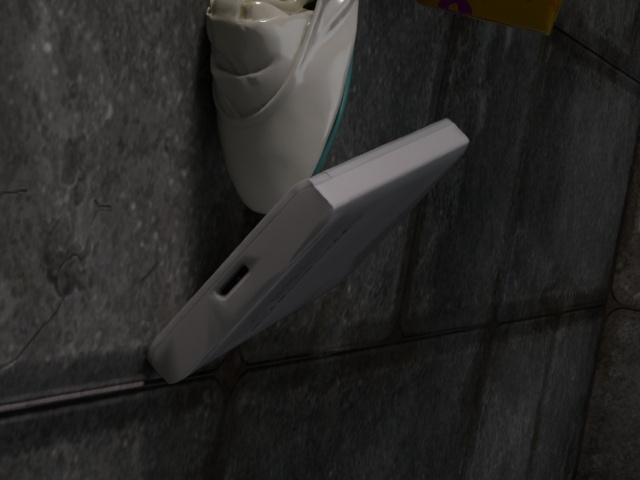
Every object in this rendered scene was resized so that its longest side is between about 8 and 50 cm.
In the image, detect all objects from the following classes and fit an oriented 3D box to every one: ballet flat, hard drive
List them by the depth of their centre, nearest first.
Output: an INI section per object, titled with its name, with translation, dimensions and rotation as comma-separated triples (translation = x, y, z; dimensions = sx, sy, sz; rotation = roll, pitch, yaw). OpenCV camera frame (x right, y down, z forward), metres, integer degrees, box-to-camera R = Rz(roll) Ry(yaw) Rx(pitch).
[ballet flat]
translation = -0.028, -0.227, 1.225
dimensions = 0.139, 0.139, 0.400
rotation = 21, 88, -68
[hard drive]
translation = 0.000, 0.000, 1.339
dimensions = 0.233, 0.047, 0.353
rotation = -47, 171, 26

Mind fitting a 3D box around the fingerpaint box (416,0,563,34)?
[fingerpaint box]
translation = 0.254, -0.510, 1.540
dimensions = 0.371, 0.163, 0.445
rotation = 92, 18, -48
